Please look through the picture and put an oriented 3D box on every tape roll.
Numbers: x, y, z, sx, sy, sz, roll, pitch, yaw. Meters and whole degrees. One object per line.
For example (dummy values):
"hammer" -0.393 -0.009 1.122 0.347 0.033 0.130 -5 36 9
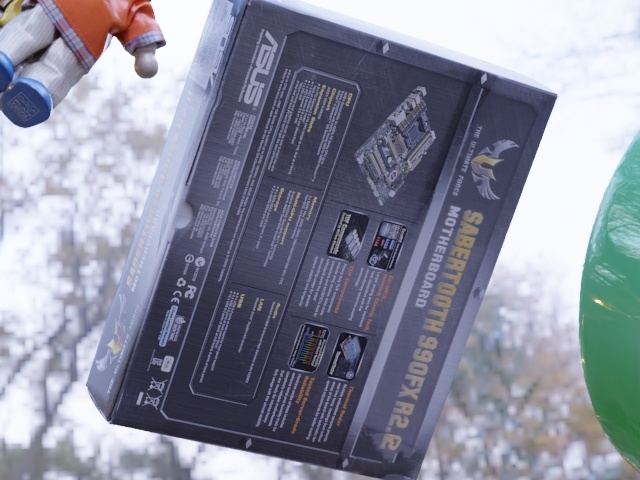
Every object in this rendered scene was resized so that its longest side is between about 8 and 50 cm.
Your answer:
"tape roll" 0.316 0.030 1.193 0.321 0.321 0.077 16 2 -38

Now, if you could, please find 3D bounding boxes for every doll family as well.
"doll family" -0.192 -0.170 0.916 0.263 0.163 0.118 47 -39 -13

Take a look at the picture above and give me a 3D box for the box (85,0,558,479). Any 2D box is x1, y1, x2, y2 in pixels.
"box" 0.000 0.000 0.925 0.183 0.231 0.056 14 12 -24
